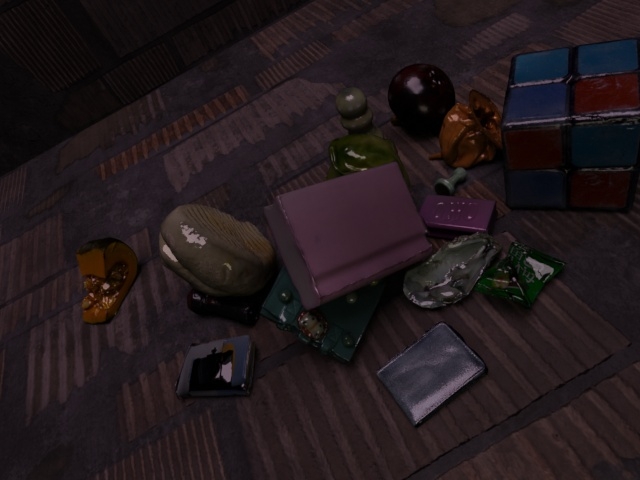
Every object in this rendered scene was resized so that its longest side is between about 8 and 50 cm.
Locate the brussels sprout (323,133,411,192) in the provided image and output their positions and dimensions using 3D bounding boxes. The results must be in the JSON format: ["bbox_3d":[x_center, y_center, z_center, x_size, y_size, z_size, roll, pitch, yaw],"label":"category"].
[{"bbox_3d":[0.131,-0.180,1.423,0.294,0.259,0.227,38,42,-2],"label":"brussels sprout"}]

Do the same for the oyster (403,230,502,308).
[{"bbox_3d":[0.339,0.071,1.235,0.199,0.087,0.252,19,68,25],"label":"oyster"}]

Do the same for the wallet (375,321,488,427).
[{"bbox_3d":[0.259,0.305,1.108,0.222,0.036,0.167,-37,47,-6],"label":"wallet"}]

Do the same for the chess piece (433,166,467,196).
[{"bbox_3d":[0.399,-0.179,1.443,0.103,0.067,0.067,-40,46,-24],"label":"chess piece"}]

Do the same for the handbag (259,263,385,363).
[{"bbox_3d":[0.018,0.137,1.217,0.274,0.268,0.100,-60,10,-31],"label":"handbag"}]

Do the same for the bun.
[{"bbox_3d":[-0.316,0.043,1.407,0.365,0.365,0.219,42,107,43],"label":"bun"}]

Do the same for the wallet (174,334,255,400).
[{"bbox_3d":[-0.290,0.346,1.306,0.230,0.069,0.170,-10,53,19],"label":"wallet"}]

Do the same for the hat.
[{"bbox_3d":[0.442,-0.323,1.510,0.233,0.233,0.244,-29,26,38],"label":"hat"}]

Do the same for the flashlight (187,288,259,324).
[{"bbox_3d":[-0.292,0.196,1.424,0.231,0.093,0.093,9,56,30],"label":"flashlight"}]

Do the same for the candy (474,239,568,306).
[{"bbox_3d":[0.487,0.084,1.165,0.203,0.078,0.141,-37,56,-25],"label":"candy"}]

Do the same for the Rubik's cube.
[{"bbox_3d":[0.654,-0.292,1.242,0.318,0.313,0.316,2,52,27],"label":"Rubik's cube"}]

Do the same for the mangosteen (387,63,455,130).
[{"bbox_3d":[0.330,-0.474,1.647,0.261,0.235,0.236,-43,23,53],"label":"mangosteen"}]

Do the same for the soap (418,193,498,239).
[{"bbox_3d":[0.386,-0.063,1.344,0.203,0.066,0.122,9,56,30],"label":"soap"}]

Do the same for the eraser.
[{"bbox_3d":[0.076,-0.022,1.176,0.359,0.122,0.273,-21,84,-29],"label":"eraser"}]

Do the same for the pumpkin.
[{"bbox_3d":[-0.757,0.122,1.632,0.139,0.190,0.281,0,53,24],"label":"pumpkin"}]

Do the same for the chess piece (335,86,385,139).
[{"bbox_3d":[0.132,-0.408,1.629,0.144,0.251,0.145,-13,47,14],"label":"chess piece"}]
